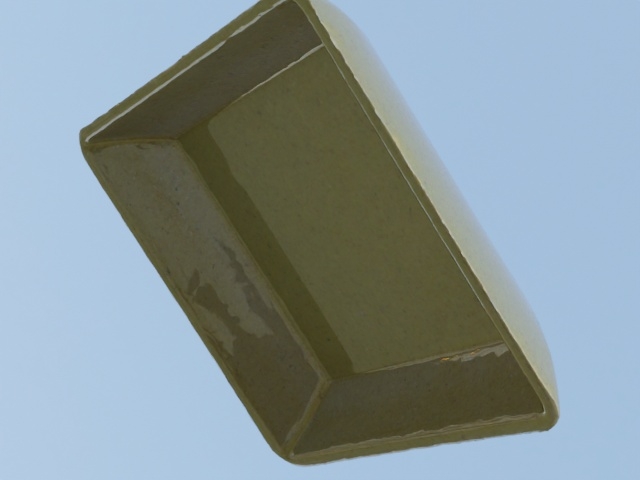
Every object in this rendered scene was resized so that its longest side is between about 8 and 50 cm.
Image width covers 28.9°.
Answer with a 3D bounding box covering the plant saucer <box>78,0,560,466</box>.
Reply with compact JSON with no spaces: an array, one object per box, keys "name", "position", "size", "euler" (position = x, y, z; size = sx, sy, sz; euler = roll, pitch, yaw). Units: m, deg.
[{"name":"plant saucer","position":[0.000,0.000,0.921],"size":[0.332,0.081,0.333],"euler":[-22,-77,52]}]
